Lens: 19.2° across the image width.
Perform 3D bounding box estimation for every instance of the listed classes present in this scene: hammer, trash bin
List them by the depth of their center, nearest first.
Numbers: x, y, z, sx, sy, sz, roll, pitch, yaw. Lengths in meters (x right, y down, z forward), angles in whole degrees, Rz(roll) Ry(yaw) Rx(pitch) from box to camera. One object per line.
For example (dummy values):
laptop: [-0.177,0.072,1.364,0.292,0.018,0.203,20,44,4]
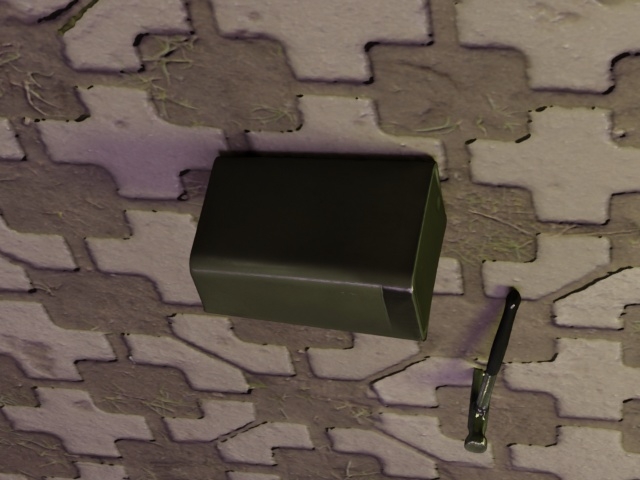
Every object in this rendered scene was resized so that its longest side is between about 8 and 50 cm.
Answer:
trash bin: [0.000,0.000,1.980,0.240,0.164,0.122,6,148,13]
hammer: [0.207,0.139,2.238,0.029,0.103,0.246,10,136,0]
